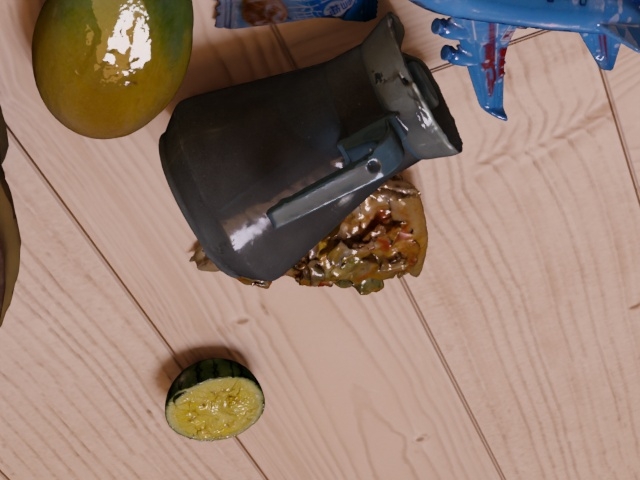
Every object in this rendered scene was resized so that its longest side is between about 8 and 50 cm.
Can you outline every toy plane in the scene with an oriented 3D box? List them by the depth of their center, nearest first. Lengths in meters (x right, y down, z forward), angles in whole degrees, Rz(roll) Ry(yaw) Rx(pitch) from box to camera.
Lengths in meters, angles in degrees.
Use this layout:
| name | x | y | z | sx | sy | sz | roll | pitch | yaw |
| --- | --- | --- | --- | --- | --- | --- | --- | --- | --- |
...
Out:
| name | x | y | z | sx | sy | sz | roll | pitch | yaw |
| --- | --- | --- | --- | --- | --- | --- | --- | --- | --- |
| toy plane | 0.158 | -0.204 | 1.329 | 0.271 | 0.105 | 0.254 | 13 | 134 | -25 |

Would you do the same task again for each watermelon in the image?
| name | x | y | z | sx | sy | sz | roll | pitch | yaw |
| --- | --- | --- | --- | --- | --- | --- | --- | --- | --- |
| watermelon | -0.112 | 0.159 | 1.726 | 0.105 | 0.062 | 0.105 | -9 | 134 | -9 |

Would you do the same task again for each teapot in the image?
| name | x | y | z | sx | sy | sz | roll | pitch | yaw |
| --- | --- | --- | --- | --- | --- | --- | --- | --- | --- |
| teapot | -0.006 | -0.074 | 1.377 | 0.225 | 0.203 | 0.171 | -28 | 112 | 13 |

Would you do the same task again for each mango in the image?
| name | x | y | z | sx | sy | sz | roll | pitch | yaw |
| --- | --- | --- | --- | --- | --- | --- | --- | --- | --- |
| mango | -0.165 | -0.166 | 1.317 | 0.130 | 0.092 | 0.195 | -3 | 131 | -6 |

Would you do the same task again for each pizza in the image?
| name | x | y | z | sx | sy | sz | roll | pitch | yaw |
| --- | --- | --- | --- | --- | --- | --- | --- | --- | --- |
| pizza | 0.000 | 0.000 | 1.562 | 0.226 | 0.069 | 0.147 | 2 | 140 | -16 |

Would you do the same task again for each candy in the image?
| name | x | y | z | sx | sy | sz | roll | pitch | yaw |
| --- | --- | --- | --- | --- | --- | --- | --- | --- | --- |
| candy | -0.018 | -0.204 | 1.343 | 0.136 | 0.038 | 0.088 | -4 | 152 | -6 |

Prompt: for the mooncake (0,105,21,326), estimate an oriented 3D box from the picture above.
| name | x | y | z | sx | sy | sz | roll | pitch | yaw |
| --- | --- | --- | --- | --- | --- | --- | --- | --- | --- |
| mooncake | -0.439 | -0.014 | 1.315 | 0.394 | 0.246 | 0.393 | 18 | 126 | -35 |
